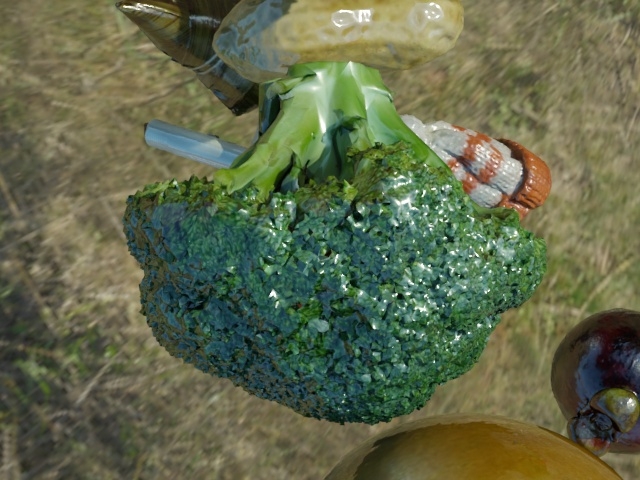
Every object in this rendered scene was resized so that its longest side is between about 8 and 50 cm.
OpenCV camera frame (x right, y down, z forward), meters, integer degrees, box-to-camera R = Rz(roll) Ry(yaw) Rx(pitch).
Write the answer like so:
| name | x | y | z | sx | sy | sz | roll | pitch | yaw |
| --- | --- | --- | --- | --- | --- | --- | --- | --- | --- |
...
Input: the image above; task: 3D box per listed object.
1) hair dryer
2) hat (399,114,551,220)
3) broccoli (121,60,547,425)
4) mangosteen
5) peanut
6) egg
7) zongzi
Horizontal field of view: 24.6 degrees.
| name | x | y | z | sx | sy | sz | roll | pitch | yaw |
| --- | --- | --- | --- | --- | --- | --- | --- | --- | --- |
| hair dryer | -0.124 | -0.092 | 1.704 | 0.236 | 0.073 | 0.131 | 21 | 86 | 30 |
| hat | 0.123 | -0.076 | 1.366 | 0.162 | 0.112 | 0.094 | 31 | 86 | -29 |
| broccoli | 0.000 | 0.000 | 1.076 | 0.307 | 0.308 | 0.275 | -8 | 77 | 17 |
| mangosteen | 0.288 | 0.144 | 1.413 | 0.152 | 0.152 | 0.153 | 4 | 104 | 14 |
| peanut | 0.017 | -0.192 | 1.323 | 0.229 | 0.098 | 0.103 | -6 | 141 | -10 |
| egg | 0.112 | 0.269 | 1.071 | 0.282 | 0.351 | 0.283 | -2 | 96 | -23 |
| zongzi | -0.126 | -0.297 | 1.636 | 0.111 | 0.241 | 0.248 | -18 | 56 | 32 |
